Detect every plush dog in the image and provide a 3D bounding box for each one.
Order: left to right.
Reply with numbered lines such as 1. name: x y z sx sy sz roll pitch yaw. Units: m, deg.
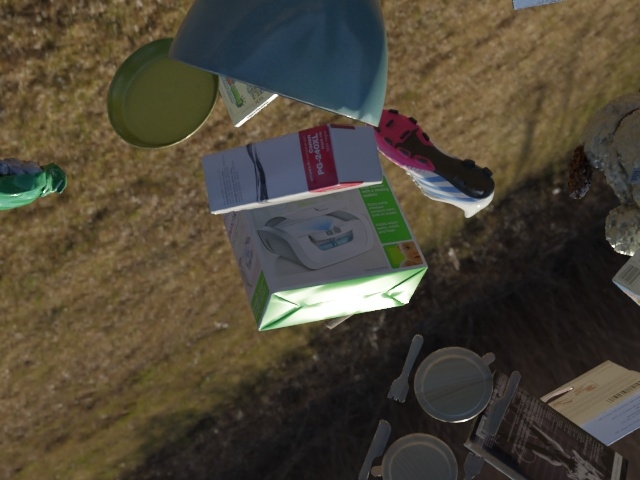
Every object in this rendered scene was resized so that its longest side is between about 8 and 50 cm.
1. plush dog: 0.467 -0.137 1.255 0.262 0.225 0.210 -36 119 -1

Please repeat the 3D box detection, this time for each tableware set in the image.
1. tableware set: 0.131 0.208 0.995 0.128 0.039 0.194 21 100 0

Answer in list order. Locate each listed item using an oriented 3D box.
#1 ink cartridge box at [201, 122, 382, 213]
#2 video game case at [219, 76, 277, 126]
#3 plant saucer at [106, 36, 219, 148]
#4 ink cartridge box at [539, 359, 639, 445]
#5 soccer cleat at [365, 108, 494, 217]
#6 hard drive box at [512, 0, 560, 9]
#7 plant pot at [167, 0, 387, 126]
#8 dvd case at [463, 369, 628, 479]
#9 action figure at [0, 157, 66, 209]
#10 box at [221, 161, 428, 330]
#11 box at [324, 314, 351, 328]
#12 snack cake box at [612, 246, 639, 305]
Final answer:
1. ink cartridge box: -0.029 -0.073 0.887 0.151 0.063 0.109 -10 -179 27
2. video game case: -0.168 -0.355 1.931 0.143 0.157 0.019 -33 162 33
3. plant saucer: -0.303 -0.284 1.708 0.241 0.241 0.037 -26 157 9
4. ink cartridge box: 0.490 0.345 1.685 0.296 0.066 0.261 -30 180 0
5. soccer cleat: 0.230 -0.163 1.954 0.116 0.331 0.143 -51 172 -29
6. hard drive box: 0.339 -0.391 1.060 0.232 0.089 0.181 -8 154 14
7. plant pot: -0.032 -0.286 1.142 0.290 0.290 0.195 12 100 -41
8. dvd case: 0.303 0.282 1.153 0.018 0.221 0.164 -59 174 34
9. action figure: -0.345 -0.055 0.819 0.232 0.063 0.137 -4 165 -46
10. box: 0.000 0.000 1.399 0.262 0.231 0.126 -8 149 -21
11. box: 0.084 0.083 1.874 0.021 0.164 0.201 30 139 -21
12. snack cake box: 0.483 0.051 1.034 0.089 0.264 0.152 39 95 -16
